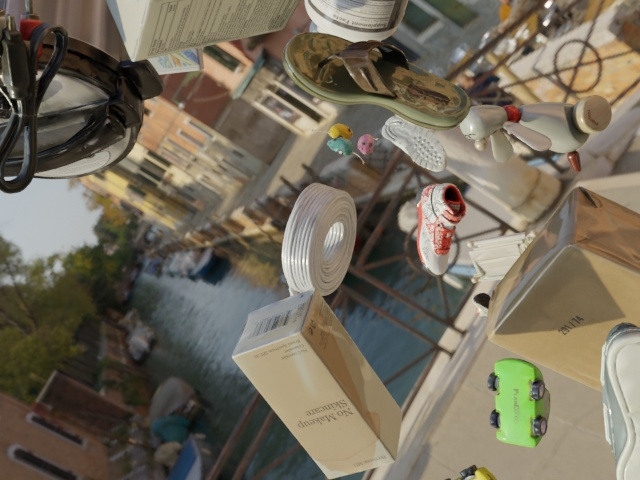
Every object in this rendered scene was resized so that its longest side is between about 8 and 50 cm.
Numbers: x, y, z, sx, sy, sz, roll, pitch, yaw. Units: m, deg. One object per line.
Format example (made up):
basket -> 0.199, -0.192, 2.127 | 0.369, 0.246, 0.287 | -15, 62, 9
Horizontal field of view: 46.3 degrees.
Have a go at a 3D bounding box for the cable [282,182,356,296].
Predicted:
cable -> 0.000, 0.000, 1.720 | 0.257, 0.089, 0.257 | -63, -27, -25

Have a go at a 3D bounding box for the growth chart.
growth chart -> 0.418, 0.041, 1.686 | 0.237, 0.172, 0.021 | 59, -152, -60

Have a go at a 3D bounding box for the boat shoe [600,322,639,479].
boat shoe -> 0.477, 0.270, 1.100 | 0.116, 0.319, 0.099 | -12, 13, 11

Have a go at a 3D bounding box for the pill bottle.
pill bottle -> 0.071, -0.447, 1.255 | 0.318, 0.176, 0.176 | 109, -179, -48

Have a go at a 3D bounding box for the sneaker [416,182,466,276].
sneaker -> 0.353, -0.032, 2.158 | 0.145, 0.090, 0.270 | -10, 85, 60

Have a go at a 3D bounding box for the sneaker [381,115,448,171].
sneaker -> 0.272, -0.258, 2.038 | 0.090, 0.095, 0.235 | -50, 53, 9

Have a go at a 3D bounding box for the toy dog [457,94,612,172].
toy dog -> 0.464, -0.219, 1.631 | 0.220, 0.334, 0.160 | -85, -12, -89

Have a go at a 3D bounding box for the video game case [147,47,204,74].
video game case -> -0.444, -0.521, 1.695 | 0.036, 0.329, 0.299 | -63, -32, -72

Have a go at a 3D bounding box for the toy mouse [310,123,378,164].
toy mouse -> 0.075, -0.225, 1.717 | 0.143, 0.161, 0.031 | -117, 35, -47

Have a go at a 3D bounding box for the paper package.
paper package -> 0.524, 0.108, 1.410 | 0.324, 0.310, 0.168 | 114, -179, -46

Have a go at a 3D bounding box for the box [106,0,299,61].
box -> -0.148, -0.340, 0.964 | 0.232, 0.126, 0.148 | -20, -9, -26

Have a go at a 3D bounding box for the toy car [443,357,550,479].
toy car -> 0.232, 0.240, 0.841 | 0.239, 0.053, 0.224 | 2, 96, 39

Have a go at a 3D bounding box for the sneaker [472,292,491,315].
sneaker -> 0.476, 0.197, 2.173 | 0.075, 0.161, 0.057 | -33, 58, 34

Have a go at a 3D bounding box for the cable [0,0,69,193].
cable -> -0.445, -0.218, 1.110 | 0.139, 0.072, 0.287 | -20, -53, -43

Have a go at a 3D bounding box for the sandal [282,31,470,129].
sandal -> 0.093, -0.262, 1.150 | 0.086, 0.303, 0.120 | 113, 171, -61

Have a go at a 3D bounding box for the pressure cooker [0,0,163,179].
pressure cooker -> -0.509, -0.306, 1.364 | 0.370, 0.376, 0.420 | -38, 49, 44

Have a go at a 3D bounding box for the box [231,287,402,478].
box -> 0.003, 0.248, 1.274 | 0.148, 0.311, 0.121 | -24, 24, 25
